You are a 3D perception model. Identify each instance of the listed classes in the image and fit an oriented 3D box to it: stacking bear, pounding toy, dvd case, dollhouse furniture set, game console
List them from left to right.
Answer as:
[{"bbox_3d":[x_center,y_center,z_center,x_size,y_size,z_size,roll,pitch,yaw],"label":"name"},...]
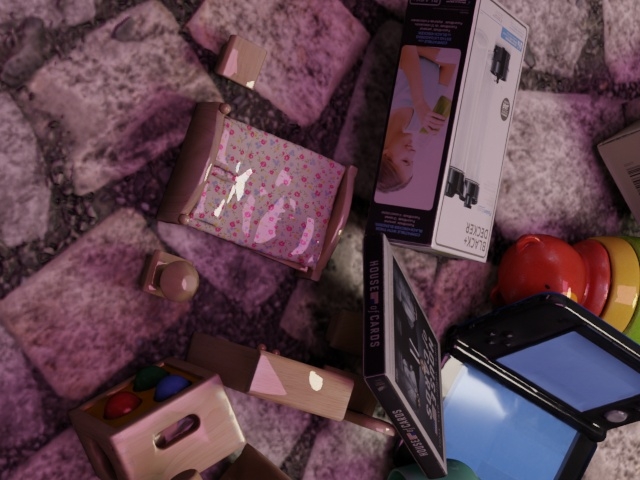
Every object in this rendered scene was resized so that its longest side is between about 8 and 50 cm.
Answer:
[{"bbox_3d":[-0.171,0.200,1.213,0.181,0.206,0.094,-29,107,-25],"label":"pounding toy"},{"bbox_3d":[0.000,0.000,1.318,0.303,0.174,0.355,22,83,-30],"label":"dollhouse furniture set"},{"bbox_3d":[0.094,0.131,1.356,0.238,0.030,0.179,59,25,-49],"label":"dvd case"},{"bbox_3d":[0.279,0.224,1.508,0.293,0.250,0.173,31,52,-29],"label":"game console"},{"bbox_3d":[0.356,0.067,1.546,0.289,0.164,0.175,13,127,-20],"label":"stacking bear"}]

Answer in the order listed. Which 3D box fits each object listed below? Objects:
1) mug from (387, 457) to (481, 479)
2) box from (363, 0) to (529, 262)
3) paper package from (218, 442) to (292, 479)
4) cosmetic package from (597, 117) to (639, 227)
[{"bbox_3d":[0.146,0.334,1.444,0.097,0.129,0.157,-10,97,-16],"label":"mug"},{"bbox_3d":[0.147,-0.127,1.405,0.169,0.087,0.289,16,85,-61],"label":"box"},{"bbox_3d":[0.023,0.404,1.280,0.168,0.309,0.325,-48,114,-10],"label":"paper package"},{"bbox_3d":[0.533,-0.136,1.632,0.309,0.113,0.160,-30,94,-28],"label":"cosmetic package"}]
